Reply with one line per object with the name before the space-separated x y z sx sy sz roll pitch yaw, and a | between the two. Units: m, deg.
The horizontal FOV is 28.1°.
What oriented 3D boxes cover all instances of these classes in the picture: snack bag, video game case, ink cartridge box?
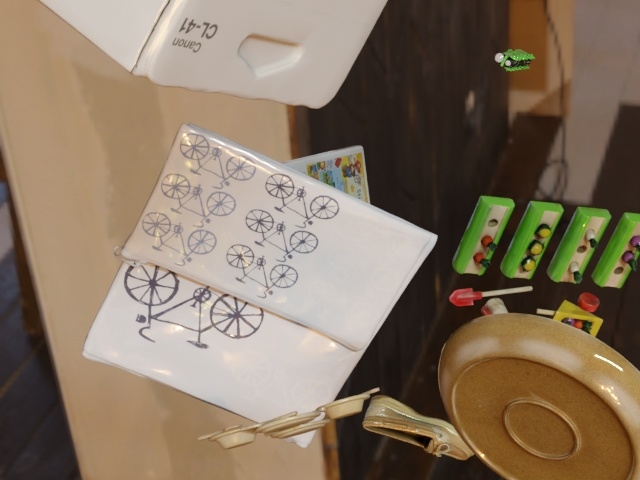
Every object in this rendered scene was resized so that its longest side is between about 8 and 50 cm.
snack bag | -0.084 0.066 1.477 0.323 0.343 0.037 24 25 -14
video game case | 0.000 0.000 1.699 0.026 0.227 0.206 0 11 40
ink cartridge box | -0.123 -0.221 0.782 0.306 0.131 0.226 37 18 22

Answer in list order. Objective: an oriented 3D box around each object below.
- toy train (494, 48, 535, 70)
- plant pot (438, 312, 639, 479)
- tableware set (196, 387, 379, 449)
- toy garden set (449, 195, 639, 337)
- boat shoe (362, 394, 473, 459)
toy train | 0.199 -0.186 1.312 0.023 0.017 0.083 34 21 16
plant pot | 0.211 0.169 1.194 0.236 0.236 0.032 15 45 28
tableware set | -0.028 0.177 1.256 0.141 0.020 0.168 -27 -16 40
toy garden set | 0.284 0.049 1.619 0.244 0.204 0.049 5 37 -19
boat shoe | 0.129 0.256 1.677 0.153 0.056 0.048 28 58 -5
